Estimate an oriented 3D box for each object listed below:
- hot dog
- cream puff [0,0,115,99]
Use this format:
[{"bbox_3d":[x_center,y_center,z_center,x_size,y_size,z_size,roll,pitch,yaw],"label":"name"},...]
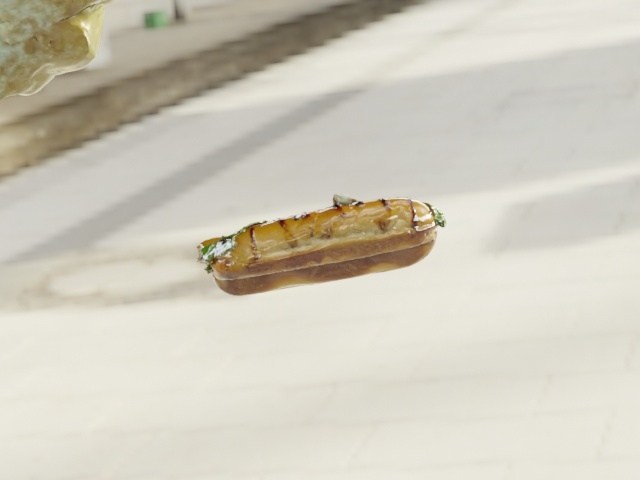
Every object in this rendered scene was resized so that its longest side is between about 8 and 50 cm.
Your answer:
[{"bbox_3d":[0.000,0.000,0.968,0.122,0.037,0.049,-8,-25,-4],"label":"hot dog"},{"bbox_3d":[-0.225,-0.180,1.218,0.221,0.194,0.195,-12,11,-10],"label":"cream puff"}]
